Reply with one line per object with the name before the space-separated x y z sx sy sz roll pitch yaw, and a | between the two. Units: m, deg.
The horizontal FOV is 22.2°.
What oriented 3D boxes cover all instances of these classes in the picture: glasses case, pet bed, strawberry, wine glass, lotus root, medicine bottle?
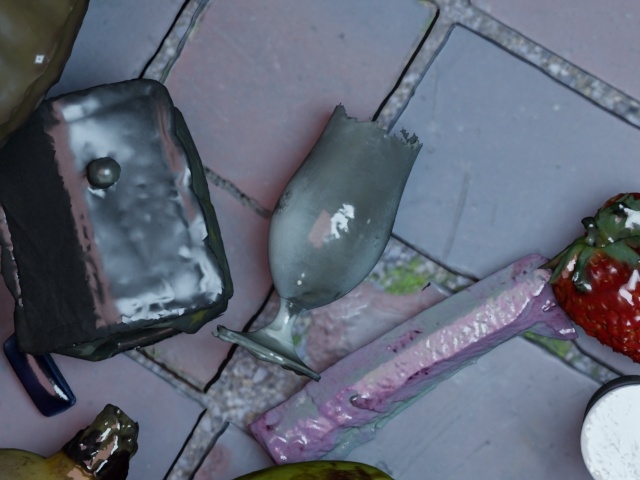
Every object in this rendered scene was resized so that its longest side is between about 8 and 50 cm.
glasses case | -0.248 0.115 1.425 0.033 0.023 0.083 -33 82 5
pet bed | -0.178 -0.012 1.349 0.183 0.159 0.211 -15 84 9
strawberry | 0.258 0.035 1.298 0.131 0.148 0.131 -19 49 24
wine glass | 0.000 0.000 1.341 0.103 0.103 0.222 24 84 10
lotus root | -0.264 0.262 1.355 0.310 0.183 0.183 -41 81 0
medicine bottle | 0.243 0.149 1.254 0.086 0.183 0.086 0 87 9

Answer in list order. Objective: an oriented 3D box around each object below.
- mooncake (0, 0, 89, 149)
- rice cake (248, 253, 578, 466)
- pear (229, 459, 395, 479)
mooncake | -0.336 -0.190 1.314 0.324 0.187 0.324 -26 46 30
rice cake | 0.077 0.110 1.352 0.290 0.051 0.081 -30 81 8
pear | -0.010 0.306 1.256 0.283 0.283 0.284 0 87 10
